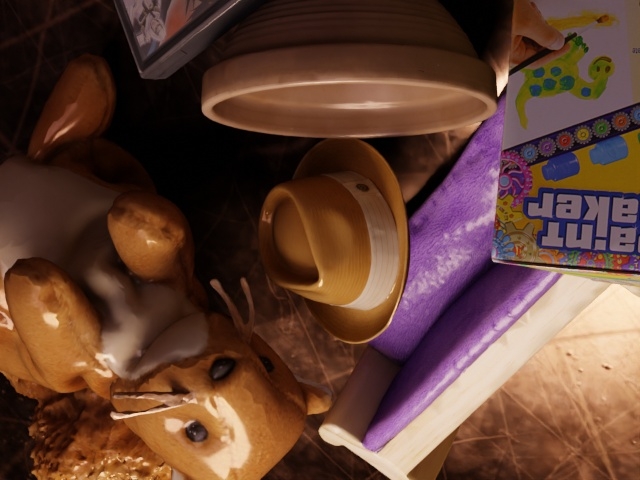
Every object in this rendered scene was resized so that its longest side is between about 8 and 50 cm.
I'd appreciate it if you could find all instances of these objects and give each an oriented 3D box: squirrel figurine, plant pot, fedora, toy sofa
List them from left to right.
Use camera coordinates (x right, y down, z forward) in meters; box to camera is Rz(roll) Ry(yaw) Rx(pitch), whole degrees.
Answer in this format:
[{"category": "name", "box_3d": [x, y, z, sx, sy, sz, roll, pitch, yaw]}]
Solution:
[{"category": "squirrel figurine", "box_3d": [-0.172, 0.104, 1.378, 0.370, 0.281, 0.397, 36, 150, 17]}, {"category": "fedora", "box_3d": [0.000, 0.000, 1.308, 0.194, 0.079, 0.194, 6, 97, 55]}, {"category": "plant pot", "box_3d": [0.024, -0.154, 1.193, 0.237, 0.237, 0.110, -2, 83, 27]}, {"category": "toy sofa", "box_3d": [0.129, 0.050, 1.295, 0.177, 0.150, 0.362, 36, 131, -4]}]

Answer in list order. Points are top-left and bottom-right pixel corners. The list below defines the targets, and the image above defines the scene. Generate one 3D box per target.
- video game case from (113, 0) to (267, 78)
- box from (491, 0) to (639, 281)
[{"category": "video game case", "box_3d": [-0.087, -0.298, 1.142, 0.275, 0.035, 0.248, -31, 74, 38]}, {"category": "box", "box_3d": [0.242, -0.108, 0.968, 0.177, 0.290, 0.279, 5, 89, 22]}]
